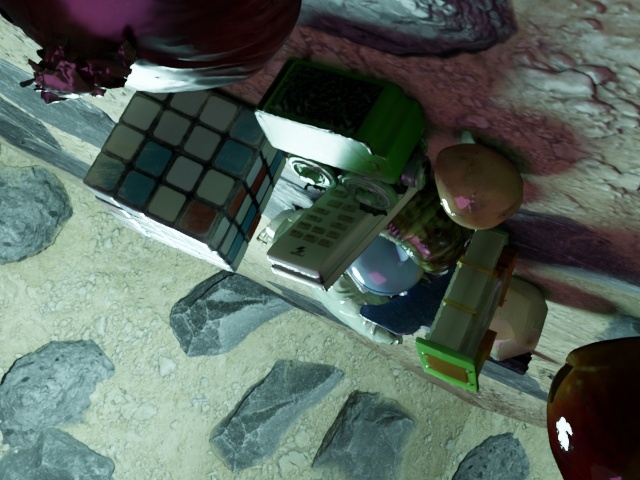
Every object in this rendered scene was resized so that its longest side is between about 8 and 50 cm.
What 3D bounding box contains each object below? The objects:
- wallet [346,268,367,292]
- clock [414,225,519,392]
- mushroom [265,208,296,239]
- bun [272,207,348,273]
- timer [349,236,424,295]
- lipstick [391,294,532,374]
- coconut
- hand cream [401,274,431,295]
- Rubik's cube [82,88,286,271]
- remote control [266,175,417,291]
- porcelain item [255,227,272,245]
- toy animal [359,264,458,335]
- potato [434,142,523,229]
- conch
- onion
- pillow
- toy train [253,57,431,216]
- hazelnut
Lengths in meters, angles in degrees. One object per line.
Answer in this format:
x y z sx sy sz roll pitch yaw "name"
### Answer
0.065 0.008 1.761 0.032 0.124 0.183 -17 119 30 "wallet"
0.272 0.114 1.508 0.106 0.255 0.220 21 165 19 "clock"
-0.018 -0.001 2.046 0.225 0.093 0.116 29 153 1 "mushroom"
0.000 0.000 1.895 0.229 0.145 0.229 0 -177 0 "bun"
0.149 0.002 1.642 0.175 0.175 0.255 27 139 -5 "timer"
0.381 0.250 2.331 0.418 0.077 0.077 26 169 -2 "lipstick"
0.373 0.161 1.735 0.161 0.162 0.161 25 168 6 "coconut"
0.206 0.113 2.171 0.121 0.076 0.336 30 175 -10 "hand cream"
-0.231 -0.122 1.549 0.259 0.256 0.253 24 169 8 "Rubik's cube"
0.045 -0.042 1.285 0.103 0.277 0.056 18 141 36 "remote control"
-0.114 -0.015 2.281 0.084 0.054 0.213 33 166 -20 "porcelain item"
0.215 0.128 1.718 0.255 0.239 0.176 57 155 17 "toy animal"
0.220 -0.075 1.171 0.147 0.112 0.112 30 168 -40 "potato"
0.172 -0.039 1.407 0.181 0.187 0.124 6 146 -46 "conch"
-0.196 -0.252 0.843 0.347 0.285 0.348 17 159 7 "onion"
0.076 0.134 2.201 0.310 0.138 0.283 47 175 -21 "pillow"
0.037 -0.147 1.197 0.243 0.132 0.188 21 159 26 "toy train"
0.636 0.352 1.572 0.429 0.402 0.402 24 169 -12 "hazelnut"
